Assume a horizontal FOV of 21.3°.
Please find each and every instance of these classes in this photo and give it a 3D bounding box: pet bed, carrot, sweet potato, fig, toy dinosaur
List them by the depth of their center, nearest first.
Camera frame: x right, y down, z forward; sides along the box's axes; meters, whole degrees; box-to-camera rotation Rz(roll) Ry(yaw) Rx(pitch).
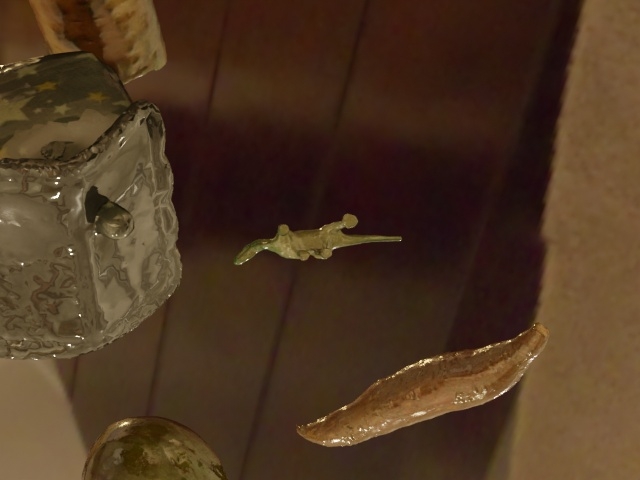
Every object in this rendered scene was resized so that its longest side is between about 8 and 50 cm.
[{"bbox_3d":[-0.001,0.000,1.211,0.120,0.060,0.029,-9,-92,-26],"label":"toy dinosaur"},{"bbox_3d":[-0.205,-0.018,1.320,0.183,0.210,0.159,-18,-138,-19],"label":"pet bed"},{"bbox_3d":[-0.207,-0.257,1.370,0.114,0.301,0.114,-8,-139,7],"label":"carrot"},{"bbox_3d":[-0.106,0.242,1.566,0.236,0.124,0.124,23,-140,1],"label":"fig"},{"bbox_3d":[0.111,0.157,1.813,0.314,0.066,0.072,-21,-161,27],"label":"sweet potato"}]
